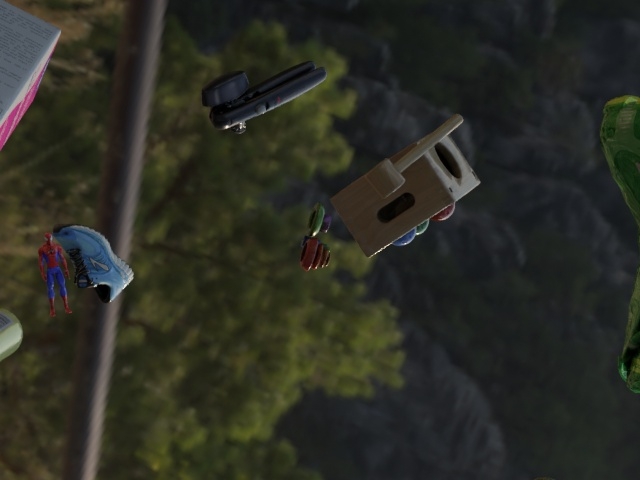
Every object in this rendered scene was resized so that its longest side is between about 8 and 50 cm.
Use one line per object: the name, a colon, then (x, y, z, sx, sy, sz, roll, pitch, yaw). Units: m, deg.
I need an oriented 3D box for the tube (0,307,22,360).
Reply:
tube: (-0.408, 0.133, 1.572, 0.070, 0.062, 0.240, -42, -179, 14)

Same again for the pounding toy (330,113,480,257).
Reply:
pounding toy: (0.110, -0.058, 1.585, 0.181, 0.094, 0.206, -33, 180, 23)

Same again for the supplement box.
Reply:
supplement box: (-0.374, -0.158, 1.490, 0.111, 0.114, 0.220, -58, -169, 37)

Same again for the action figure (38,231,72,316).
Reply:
action figure: (-0.367, 0.045, 1.935, 0.030, 0.038, 0.115, -171, -110, -75)

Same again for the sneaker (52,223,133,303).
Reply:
sneaker: (-0.342, 0.035, 2.082, 0.162, 0.063, 0.073, 50, 54, -38)

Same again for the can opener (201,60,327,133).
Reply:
can opener: (-0.071, -0.195, 1.861, 0.186, 0.059, 0.073, -21, 137, -25)

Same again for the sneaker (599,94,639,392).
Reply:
sneaker: (0.248, 0.044, 0.892, 0.123, 0.109, 0.295, -35, 108, -28)

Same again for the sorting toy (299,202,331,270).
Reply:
sorting toy: (0.000, 0.000, 1.990, 0.061, 0.042, 0.102, 135, -30, -67)

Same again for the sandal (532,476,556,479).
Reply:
sandal: (0.243, 0.438, 1.862, 0.086, 0.120, 0.303, 43, 51, -26)
